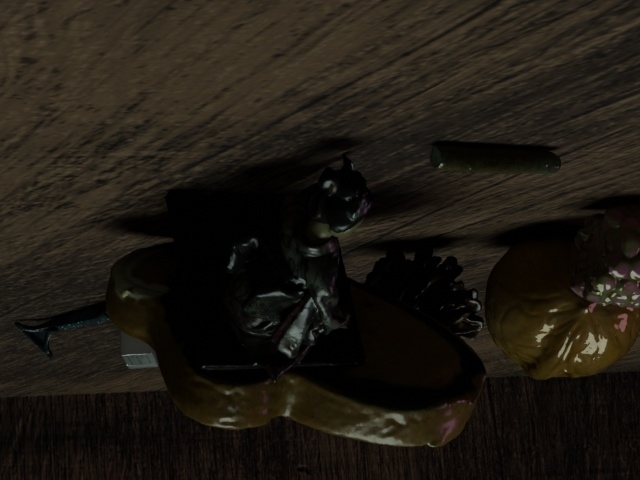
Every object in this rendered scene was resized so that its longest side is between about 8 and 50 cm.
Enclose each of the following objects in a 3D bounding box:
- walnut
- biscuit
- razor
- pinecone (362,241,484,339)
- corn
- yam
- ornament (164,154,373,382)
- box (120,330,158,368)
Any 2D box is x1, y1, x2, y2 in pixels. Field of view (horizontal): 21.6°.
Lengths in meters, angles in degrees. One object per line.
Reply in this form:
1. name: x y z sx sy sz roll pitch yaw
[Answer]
1. walnut: 0.245 0.065 1.700 0.159 0.159 0.206 -3 176 -6
2. biscuit: -0.035 0.081 1.433 0.343 0.057 0.287 24 -156 25
3. razor: -0.298 0.097 2.037 0.066 0.033 0.190 46 143 -20
4. pinecone: 0.103 0.073 1.704 0.120 0.140 0.140 28 -168 36
5. corn: 0.393 0.019 1.589 0.335 0.127 0.126 0 170 -16
6. yam: 0.132 -0.060 1.260 0.116 0.021 0.021 2 169 -32
7. ornament: 0.000 0.000 1.273 0.153 0.166 0.196 0 155 -31
8. box: -0.201 0.094 1.870 0.040 0.084 0.154 -4 171 -5
